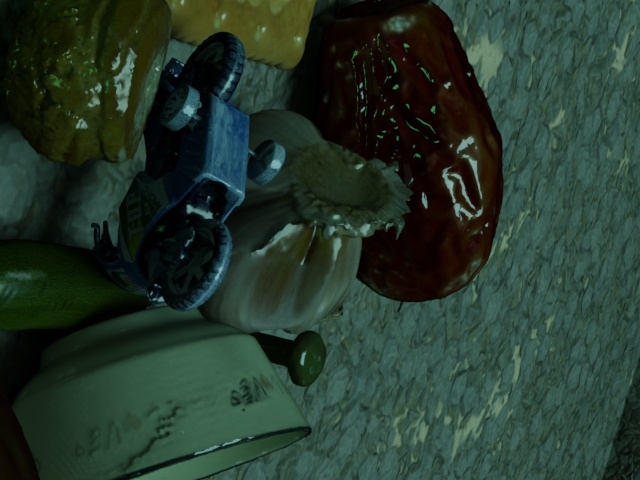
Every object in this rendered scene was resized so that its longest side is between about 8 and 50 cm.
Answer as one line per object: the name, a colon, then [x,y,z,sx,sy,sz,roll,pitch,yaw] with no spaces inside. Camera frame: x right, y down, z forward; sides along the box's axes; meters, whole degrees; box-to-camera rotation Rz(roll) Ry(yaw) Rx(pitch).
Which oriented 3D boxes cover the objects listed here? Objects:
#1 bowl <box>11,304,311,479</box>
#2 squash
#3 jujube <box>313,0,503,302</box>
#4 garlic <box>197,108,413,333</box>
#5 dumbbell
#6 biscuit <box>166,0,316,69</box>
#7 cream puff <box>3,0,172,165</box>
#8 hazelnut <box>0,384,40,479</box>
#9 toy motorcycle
bowl: [-0.134,0.127,1.021,0.238,0.237,0.126,4,65,-61]
squash: [-0.198,0.034,0.986,0.258,0.069,0.069,7,99,-61]
jujube: [0.078,-0.083,1.285,0.197,0.197,0.290,-35,121,-48]
garlic: [0.000,0.000,1.150,0.256,0.207,0.207,33,75,-43]
dumbbell: [-0.053,0.096,1.217,0.046,0.118,0.052,-56,146,-35]
biscuit: [-0.066,-0.232,1.108,0.249,0.030,0.160,6,100,-61]
cream puff: [-0.162,-0.118,0.919,0.126,0.103,0.144,99,4,-70]
hazelnut: [-0.321,0.156,0.549,0.429,0.402,0.402,14,93,-51]
toy motorcycle: [-0.104,-0.044,0.987,0.092,0.135,0.254,30,45,-32]
